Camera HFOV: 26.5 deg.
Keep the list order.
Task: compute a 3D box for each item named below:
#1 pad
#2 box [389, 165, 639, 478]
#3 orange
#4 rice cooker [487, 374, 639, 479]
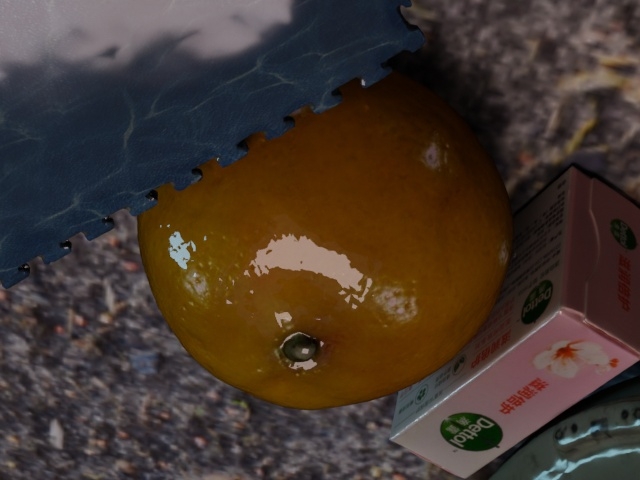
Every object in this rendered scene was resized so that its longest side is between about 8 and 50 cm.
[{"bbox_3d":[-0.139,-0.098,0.443,0.269,0.012,0.269,-29,123,17],"label":"pad"},{"bbox_3d":[0.087,0.038,0.602,0.043,0.089,0.125,30,136,-15],"label":"box"},{"bbox_3d":[0.000,0.000,0.561,0.156,0.124,0.156,10,138,9],"label":"orange"},{"bbox_3d":[0.226,0.231,0.580,0.325,0.335,0.335,23,137,-29],"label":"rice cooker"}]
